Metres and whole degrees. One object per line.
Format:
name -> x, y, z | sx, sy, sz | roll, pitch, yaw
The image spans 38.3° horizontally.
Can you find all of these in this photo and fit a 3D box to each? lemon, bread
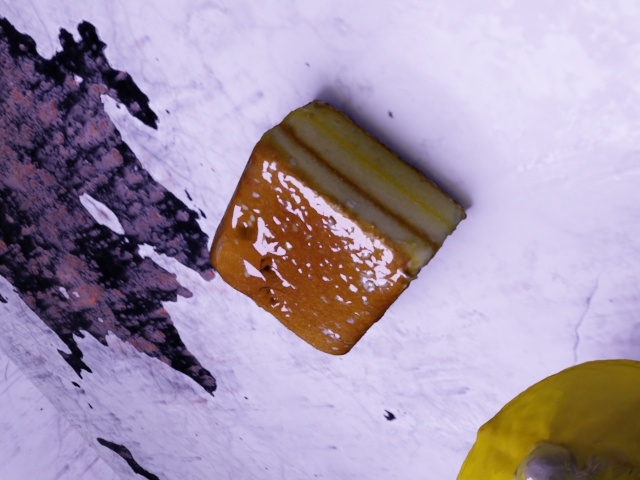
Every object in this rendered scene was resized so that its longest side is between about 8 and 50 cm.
lemon -> 0.257, 0.251, 0.707 | 0.336, 0.336, 0.336 | 28, 144, 22
bread -> 0.000, 0.000, 0.860 | 0.184, 0.110, 0.234 | 39, 146, 5
